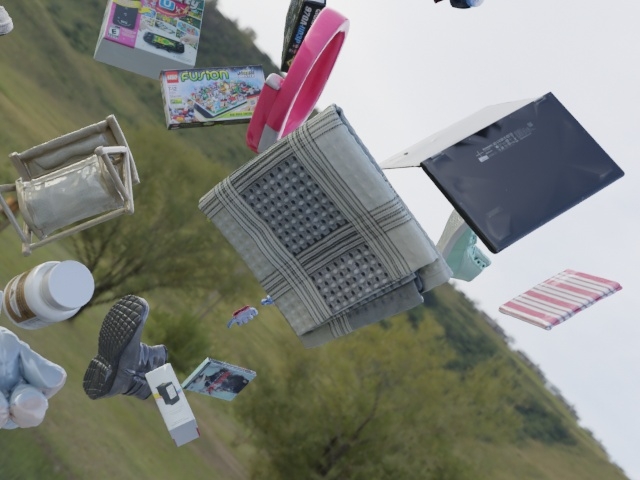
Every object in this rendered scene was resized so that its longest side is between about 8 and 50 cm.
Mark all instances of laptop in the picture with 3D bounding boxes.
[{"bbox_3d":[0.393,-0.160,1.993,0.408,0.382,0.236,54,-20,21],"label":"laptop"}]

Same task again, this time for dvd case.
[{"bbox_3d":[-0.195,0.269,1.666,0.119,0.087,0.013,26,29,-38],"label":"dvd case"}]

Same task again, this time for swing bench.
[{"bbox_3d":[-0.539,-0.125,1.858,0.255,0.253,0.165,-106,175,-66],"label":"swing bench"}]

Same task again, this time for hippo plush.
[{"bbox_3d":[-0.742,0.326,1.932,0.294,0.234,0.236,48,-45,3],"label":"hippo plush"}]

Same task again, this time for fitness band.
[{"bbox_3d":[-0.038,-0.251,1.412,0.054,0.209,0.291,33,-37,2],"label":"fitness band"}]

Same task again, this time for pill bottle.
[{"bbox_3d":[-0.589,0.115,1.876,0.229,0.131,0.131,-19,-62,48],"label":"pill bottle"}]

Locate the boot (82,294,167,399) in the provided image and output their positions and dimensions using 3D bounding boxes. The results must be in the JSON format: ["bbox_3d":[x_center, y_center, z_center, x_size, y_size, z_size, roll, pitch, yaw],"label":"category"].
[{"bbox_3d":[-0.525,0.304,2.466,0.118,0.338,0.222,41,19,33],"label":"boot"}]

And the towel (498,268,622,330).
[{"bbox_3d":[0.462,0.115,1.667,0.144,0.197,0.029,20,-48,63],"label":"towel"}]

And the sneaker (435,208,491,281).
[{"bbox_3d":[0.414,-0.004,2.347,0.151,0.256,0.094,20,24,-17],"label":"sneaker"}]

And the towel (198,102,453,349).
[{"bbox_3d":[0.000,0.000,1.323,0.312,0.056,0.324,-30,-78,32],"label":"towel"}]

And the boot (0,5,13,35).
[{"bbox_3d":[-0.728,-0.510,1.611,0.377,0.138,0.284,-45,128,-68],"label":"boot"}]

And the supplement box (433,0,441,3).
[{"bbox_3d":[0.334,-0.613,1.838,0.073,0.239,0.130,-84,153,-66],"label":"supplement box"}]

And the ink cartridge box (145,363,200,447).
[{"bbox_3d":[-0.382,0.426,2.231,0.175,0.072,0.127,59,-15,29],"label":"ink cartridge box"}]

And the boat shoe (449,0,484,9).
[{"bbox_3d":[0.218,-0.430,1.344,0.089,0.258,0.109,1,-52,19],"label":"boat shoe"}]

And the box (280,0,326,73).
[{"bbox_3d":[-0.035,-0.494,1.867,0.051,0.175,0.220,10,-34,-11],"label":"box"}]

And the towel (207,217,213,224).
[{"bbox_3d":[-0.127,-0.031,1.913,0.237,0.102,0.021,29,6,0],"label":"towel"}]

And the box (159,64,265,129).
[{"bbox_3d":[-0.210,-0.287,1.722,0.036,0.207,0.114,147,-67,-68],"label":"box"}]

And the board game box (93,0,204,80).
[{"bbox_3d":[-0.410,-0.548,2.117,0.224,0.303,0.097,15,-34,-20],"label":"board game box"}]

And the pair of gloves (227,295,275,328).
[{"bbox_3d":[-0.154,0.173,2.216,0.023,0.198,0.159,60,-6,11],"label":"pair of gloves"}]
